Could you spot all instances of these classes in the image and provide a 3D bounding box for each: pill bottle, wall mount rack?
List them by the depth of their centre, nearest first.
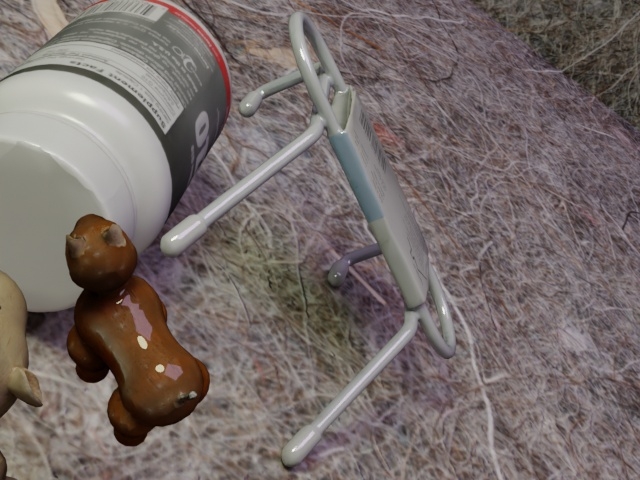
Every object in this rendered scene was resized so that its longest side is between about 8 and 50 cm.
[{"bbox_3d":[-0.177,-0.075,0.805,0.161,0.161,0.283,36,30,-10],"label":"pill bottle"},{"bbox_3d":[0.000,0.000,0.879,0.350,0.130,0.304,62,18,-23],"label":"wall mount rack"}]

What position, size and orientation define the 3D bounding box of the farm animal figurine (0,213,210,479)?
[{"bbox_3d":[-0.203,0.096,0.461,0.330,0.172,0.327,0,60,-14],"label":"farm animal figurine"}]
